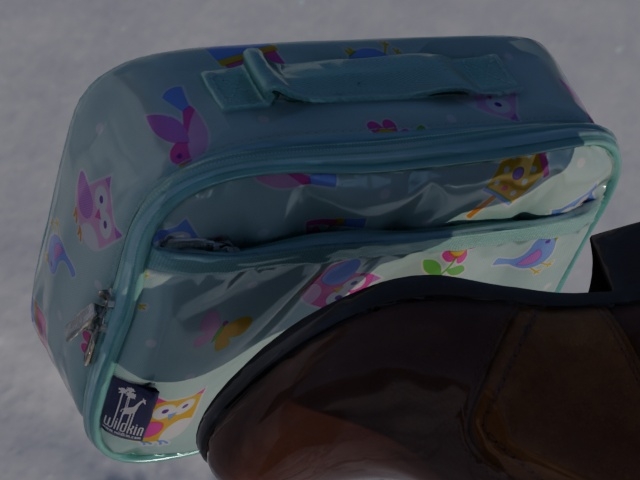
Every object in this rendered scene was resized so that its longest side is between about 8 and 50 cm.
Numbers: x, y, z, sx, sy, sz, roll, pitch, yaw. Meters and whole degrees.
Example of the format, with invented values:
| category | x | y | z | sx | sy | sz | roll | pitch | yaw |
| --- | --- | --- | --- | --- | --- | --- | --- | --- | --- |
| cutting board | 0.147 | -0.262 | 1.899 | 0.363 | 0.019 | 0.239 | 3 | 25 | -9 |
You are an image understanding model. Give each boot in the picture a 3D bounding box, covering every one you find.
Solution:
| category | x | y | z | sx | sy | sz | roll | pitch | yaw |
| --- | --- | --- | --- | --- | --- | --- | --- | --- | --- |
| boot | 0.097 | 0.146 | 0.646 | 0.096 | 0.264 | 0.280 | 81 | -5 | -57 |

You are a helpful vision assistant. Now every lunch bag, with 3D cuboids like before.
| category | x | y | z | sx | sy | sz | roll | pitch | yaw |
| --- | --- | --- | --- | --- | --- | --- | --- | --- | --- |
| lunch bag | 0.000 | 0.000 | 0.800 | 0.279 | 0.224 | 0.108 | -8 | 53 | -28 |
